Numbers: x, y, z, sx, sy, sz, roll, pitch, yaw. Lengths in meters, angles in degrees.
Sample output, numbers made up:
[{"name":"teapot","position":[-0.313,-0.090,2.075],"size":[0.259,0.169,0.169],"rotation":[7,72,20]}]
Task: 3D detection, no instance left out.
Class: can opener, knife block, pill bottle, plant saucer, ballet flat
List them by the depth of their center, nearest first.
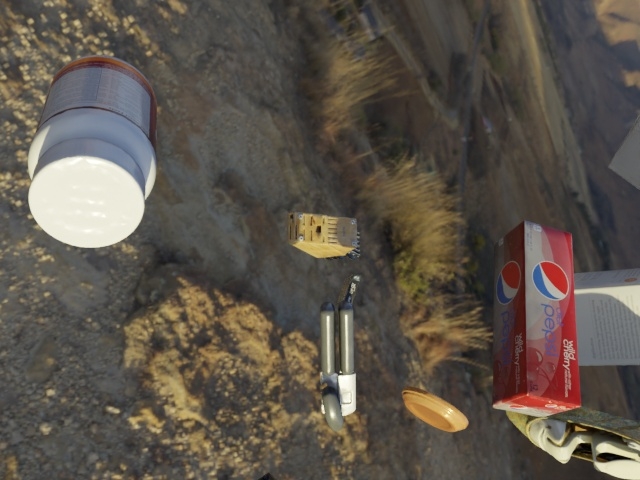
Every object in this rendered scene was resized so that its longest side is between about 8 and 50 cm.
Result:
[{"name":"pill bottle","position":[-0.231,-0.097,0.695],"size":[0.121,0.121,0.221],"rotation":[52,13,-37]},{"name":"ballet flat","position":[0.497,0.372,1.248],"size":[0.123,0.349,0.123],"rotation":[-12,105,-53]},{"name":"can opener","position":[0.038,0.266,1.398],"size":[0.095,0.076,0.283],"rotation":[-99,-173,-64]},{"name":"plant saucer","position":[0.313,0.476,1.877],"size":[0.037,0.200,0.200],"rotation":[-57,131,-22]},{"name":"knife block","position":[0.000,0.000,1.987],"size":[0.276,0.242,0.088],"rotation":[5,74,-22]}]

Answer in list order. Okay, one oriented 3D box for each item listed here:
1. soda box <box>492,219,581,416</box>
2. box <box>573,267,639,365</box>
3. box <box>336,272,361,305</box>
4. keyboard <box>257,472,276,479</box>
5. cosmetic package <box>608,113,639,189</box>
[{"name":"soda box","position":[0.305,0.110,0.963],"size":[0.084,0.092,0.263],"rotation":[14,63,-13]},{"name":"box","position":[0.596,0.162,1.450],"size":[0.215,0.346,0.168],"rotation":[-14,95,-58]},{"name":"box","position":[0.060,0.108,1.455],"size":[0.083,0.018,0.067],"rotation":[134,-24,-74]},{"name":"keyboard","position":[-0.078,0.457,1.158],"size":[0.180,0.108,0.023],"rotation":[26,-40,66]},{"name":"cosmetic package","position":[0.868,-0.123,1.484],"size":[0.217,0.156,0.385],"rotation":[-5,41,-35]}]
